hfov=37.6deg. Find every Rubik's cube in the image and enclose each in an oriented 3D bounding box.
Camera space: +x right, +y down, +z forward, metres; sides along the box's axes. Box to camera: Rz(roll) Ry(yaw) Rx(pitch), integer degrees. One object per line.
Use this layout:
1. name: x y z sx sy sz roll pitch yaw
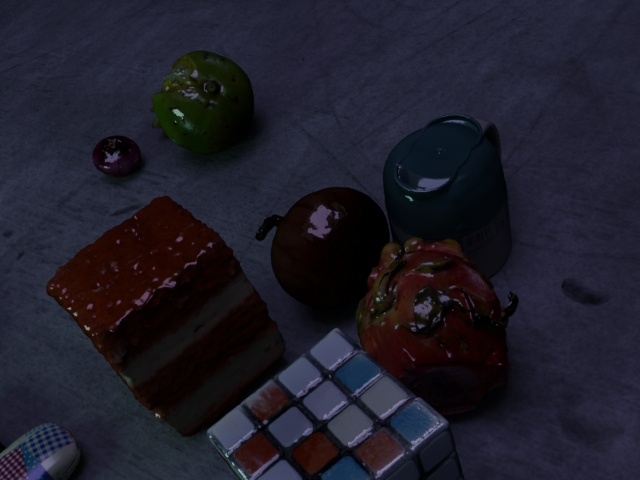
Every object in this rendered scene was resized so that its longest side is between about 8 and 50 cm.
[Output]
1. Rubik's cube: 0.035 0.332 1.348 0.256 0.259 0.253 -36 46 -15

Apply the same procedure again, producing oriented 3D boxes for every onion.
1. onion: -0.479 -0.202 2.203 0.115 0.104 0.115 0 58 0

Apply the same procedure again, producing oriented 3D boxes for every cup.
1. cup: 0.242 -0.089 1.693 0.219 0.258 0.290 21 57 30

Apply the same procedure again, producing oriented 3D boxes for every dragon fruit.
1. dragon fruit: 0.178 0.120 1.511 0.250 0.269 0.291 -4 48 5

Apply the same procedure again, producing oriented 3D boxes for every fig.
1. fig: 0.016 0.005 1.696 0.235 0.235 0.214 -30 44 -8

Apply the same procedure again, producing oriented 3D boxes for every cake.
1. cake: -0.261 0.132 1.625 0.269 0.319 0.270 -39 40 -15

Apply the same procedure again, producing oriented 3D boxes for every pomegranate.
1. pomegranate: -0.285 -0.306 2.175 0.236 0.236 0.302 -51 17 -28

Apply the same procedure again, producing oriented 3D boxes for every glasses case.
1. glasses case: -0.551 0.447 1.602 0.125 0.076 0.327 28 62 38

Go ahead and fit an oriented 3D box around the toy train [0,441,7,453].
1. toy train: -0.719 0.397 1.671 0.299 0.131 0.202 -42 54 -19
